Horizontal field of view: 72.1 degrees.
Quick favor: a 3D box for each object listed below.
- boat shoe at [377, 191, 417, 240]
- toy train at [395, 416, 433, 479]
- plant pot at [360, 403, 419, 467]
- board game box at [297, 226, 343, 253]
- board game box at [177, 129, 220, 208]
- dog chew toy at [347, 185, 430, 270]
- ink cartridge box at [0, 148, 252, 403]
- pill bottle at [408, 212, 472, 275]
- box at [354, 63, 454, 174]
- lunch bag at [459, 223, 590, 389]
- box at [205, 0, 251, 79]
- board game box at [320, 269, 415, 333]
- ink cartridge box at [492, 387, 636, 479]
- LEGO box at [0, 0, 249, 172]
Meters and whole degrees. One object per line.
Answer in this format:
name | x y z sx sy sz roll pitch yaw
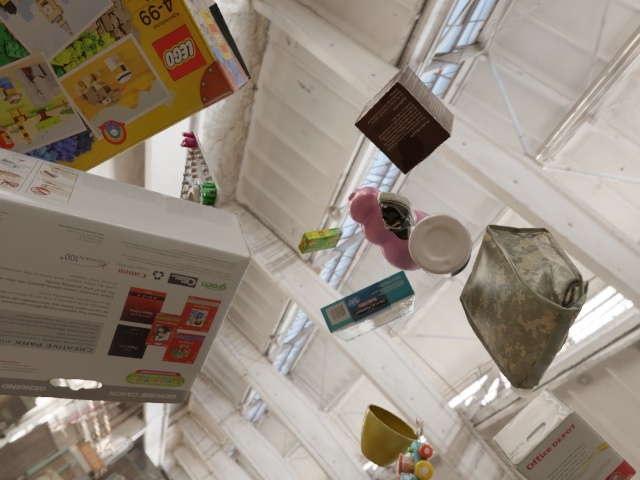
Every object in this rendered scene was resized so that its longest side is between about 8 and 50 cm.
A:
boat shoe | 0.195 -0.057 1.107 0.077 0.070 0.219 9 -14 30
toy train | 0.128 0.360 0.667 0.046 0.125 0.167 6 -78 -2
plant pot | 0.145 0.456 1.009 0.134 0.134 0.095 29 -90 30
board game box | 0.000 0.000 1.883 0.043 0.181 0.092 56 -41 31
board game box | -0.475 -0.142 1.615 0.390 0.050 0.390 60 -41 39
dog chew toy | 0.229 -0.051 1.436 0.331 0.207 0.207 38 -40 -2
ink cartridge box | -0.289 0.067 0.574 0.272 0.309 0.130 -63 -150 20
pill bottle | 0.167 0.012 0.602 0.078 0.137 0.078 -2 -98 18
box | 0.232 -0.330 1.202 0.203 0.167 0.168 42 -53 -12
lunch bag | 0.435 0.138 0.935 0.168 0.287 0.236 4 -55 -5
box | -0.341 -0.625 1.371 0.184 0.103 0.261 47 -10 34
board game box | 0.156 0.213 1.339 0.336 0.253 0.079 57 8 -69
ink cartridge box | 0.389 0.344 0.706 0.175 0.127 0.072 43 4 -13
LEGO box | -0.447 -0.341 0.807 0.499 0.193 0.373 -24 -67 11
